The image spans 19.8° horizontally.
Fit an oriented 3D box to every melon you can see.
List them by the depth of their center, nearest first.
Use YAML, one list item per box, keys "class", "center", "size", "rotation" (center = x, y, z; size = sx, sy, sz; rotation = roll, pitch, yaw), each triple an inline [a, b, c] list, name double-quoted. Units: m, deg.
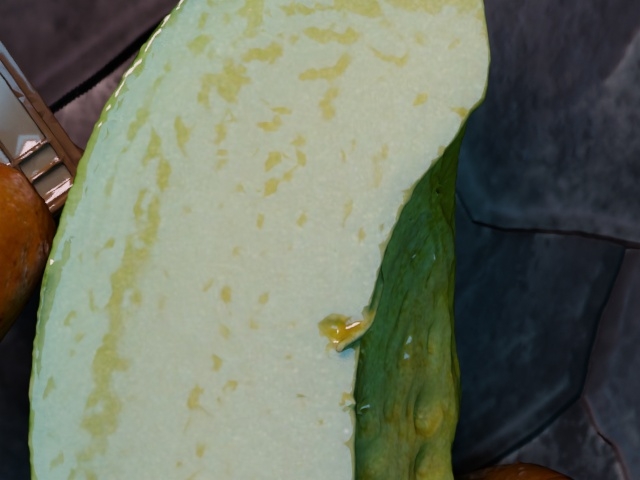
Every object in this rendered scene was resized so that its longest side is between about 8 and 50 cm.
- class: "melon"
  center: [0.000, 0.000, 0.954]
  size: [0.331, 0.226, 0.343]
  rotation: [0, 92, -45]

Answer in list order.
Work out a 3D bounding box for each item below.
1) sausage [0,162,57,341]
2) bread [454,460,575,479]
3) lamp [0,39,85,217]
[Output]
- class: "sausage"
  center: [-0.231, 0.092, 0.873]
  size: [0.076, 0.103, 0.302]
  rotation: [36, 96, -10]
- class: "bread"
  center: [0.081, 0.261, 1.083]
  size: [0.246, 0.195, 0.176]
  rotation: [-33, 107, -11]
- class: "lamp"
  center: [-0.235, -0.139, 0.904]
  size: [0.090, 0.089, 0.325]
  rotation: [-37, 114, -9]
